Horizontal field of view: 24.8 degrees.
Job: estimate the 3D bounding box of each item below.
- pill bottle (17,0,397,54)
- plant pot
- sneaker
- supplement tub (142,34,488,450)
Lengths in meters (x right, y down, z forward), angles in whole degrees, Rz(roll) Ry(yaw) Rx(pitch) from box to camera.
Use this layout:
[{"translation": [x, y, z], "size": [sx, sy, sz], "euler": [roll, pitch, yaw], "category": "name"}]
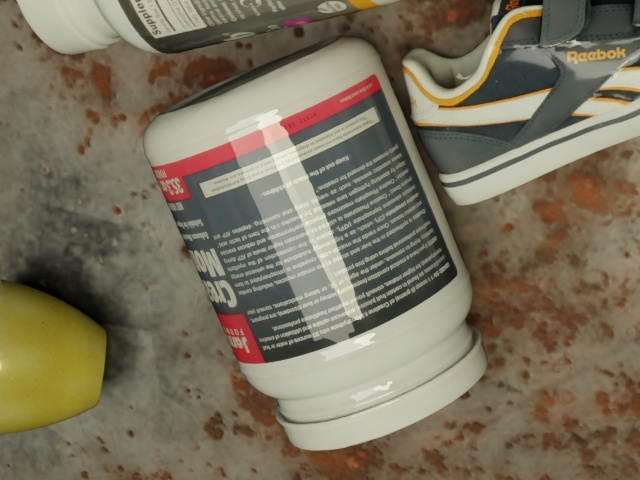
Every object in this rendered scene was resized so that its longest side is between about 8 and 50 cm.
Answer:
[{"translation": [-0.079, -0.227, 1.069], "size": [0.279, 0.162, 0.162], "euler": [-9, 105, 22], "category": "pill bottle"}, {"translation": [-0.237, 0.105, 1.261], "size": [0.095, 0.134, 0.134], "euler": [7, 112, -12], "category": "plant pot"}, {"translation": [0.201, -0.139, 1.025], "size": [0.321, 0.126, 0.127], "euler": [-24, 104, 25], "category": "sneaker"}, {"translation": [0.000, 0.000, 1.101], "size": [0.191, 0.191, 0.272], "euler": [-19, 101, 23], "category": "supplement tub"}]
